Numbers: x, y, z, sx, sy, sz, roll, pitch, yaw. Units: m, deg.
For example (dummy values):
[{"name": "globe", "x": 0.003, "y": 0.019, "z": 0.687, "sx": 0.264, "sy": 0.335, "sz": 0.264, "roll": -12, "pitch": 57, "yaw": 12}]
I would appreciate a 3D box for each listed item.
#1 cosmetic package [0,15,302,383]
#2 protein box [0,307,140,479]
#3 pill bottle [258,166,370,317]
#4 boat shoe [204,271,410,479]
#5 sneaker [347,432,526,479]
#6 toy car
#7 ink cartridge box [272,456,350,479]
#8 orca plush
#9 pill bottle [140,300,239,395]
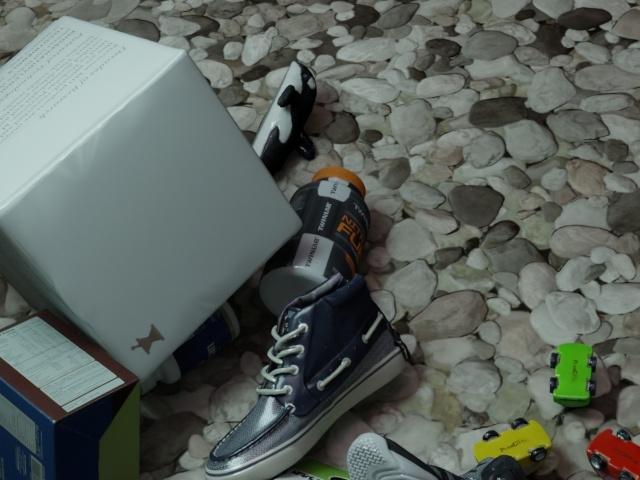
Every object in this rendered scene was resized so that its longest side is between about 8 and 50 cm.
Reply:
[{"name": "cosmetic package", "x": -0.309, "y": -0.070, "z": 1.825, "sx": 0.327, "sy": 0.329, "sz": 0.393, "roll": -44, "pitch": 34, "yaw": -16}, {"name": "protein box", "x": -0.349, "y": 0.234, "z": 1.697, "sx": 0.201, "sy": 0.200, "sz": 0.136, "roll": 31, "pitch": 40, "yaw": 34}, {"name": "pill bottle", "x": 0.000, "y": 0.000, "z": 1.945, "sx": 0.130, "sy": 0.130, "sz": 0.246, "roll": 5, "pitch": 46, "yaw": 15}, {"name": "boat shoe", "x": -0.042, "y": 0.177, "z": 1.728, "sx": 0.340, "sy": 0.158, "sz": 0.127, "roll": -36, "pitch": 20, "yaw": -31}, {"name": "sneaker", "x": 0.153, "y": 0.300, "z": 1.573, "sx": 0.268, "sy": 0.101, "sz": 0.153, "roll": 43, "pitch": 42, "yaw": -6}, {"name": "toy car", "x": 0.327, "y": 0.231, "z": 1.704, "sx": 0.239, "sy": 0.053, "sz": 0.225, "roll": 3, "pitch": 45, "yaw": 13}, {"name": "ink cartridge box", "x": 0.001, "y": 0.370, "z": 1.602, "sx": 0.188, "sy": 0.097, "sz": 0.255, "roll": 16, "pitch": 15, "yaw": 25}, {"name": "orca plush", "x": -0.050, "y": -0.166, "z": 2.150, "sx": 0.102, "sy": 0.151, "sz": 0.287, "roll": 27, "pitch": 44, "yaw": -7}, {"name": "pill bottle", "x": -0.206, "y": 0.145, "z": 1.860, "sx": 0.169, "sy": 0.094, "sz": 0.094, "roll": -35, "pitch": 49, "yaw": -24}]
